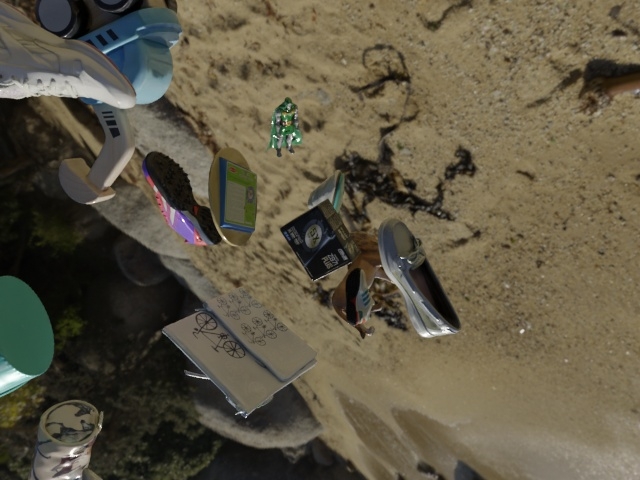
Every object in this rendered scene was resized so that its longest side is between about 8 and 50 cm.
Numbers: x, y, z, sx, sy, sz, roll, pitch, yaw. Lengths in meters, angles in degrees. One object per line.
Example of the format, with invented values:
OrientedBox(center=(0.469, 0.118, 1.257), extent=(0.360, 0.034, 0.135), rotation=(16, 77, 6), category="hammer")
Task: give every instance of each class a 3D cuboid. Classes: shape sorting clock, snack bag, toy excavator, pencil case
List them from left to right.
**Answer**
OrientedBox(center=(-0.769, 0.673, 1.568), extent=(0.160, 0.183, 0.411), rotation=(52, 128, 49), category="pencil case")
OrientedBox(center=(-0.497, -0.354, 1.250), extent=(0.222, 0.432, 0.446), rotation=(-49, -62, -75), category="toy excavator")
OrientedBox(center=(-0.182, -0.091, 1.093), extent=(0.040, 0.206, 0.206), rotation=(1, 139, 19), category="shape sorting clock")
OrientedBox(center=(-0.204, 0.270, 1.373), extent=(0.323, 0.342, 0.037), rotation=(40, 118, 17), category="snack bag")

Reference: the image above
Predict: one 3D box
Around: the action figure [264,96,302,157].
OrientedBox(center=(-0.110, -0.361, 1.651), extent=(0.064, 0.137, 0.232), rotation=(59, 159, 26), category="action figure")

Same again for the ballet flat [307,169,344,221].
OrientedBox(center=(0.015, -0.103, 1.851), extent=(0.139, 0.139, 0.400), rotation=(45, 159, 26), category="ballet flat")

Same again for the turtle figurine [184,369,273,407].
OrientedBox(center=(-0.280, 0.429, 1.742), extent=(0.266, 0.274, 0.197), rotation=(57, 161, -10), category="turtle figurine")

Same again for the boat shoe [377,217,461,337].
OrientedBox(center=(0.241, 0.087, 1.274), extent=(0.103, 0.118, 0.321), rotation=(-17, 98, 46), category="boat shoe")

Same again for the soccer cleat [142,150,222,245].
OrientedBox(center=(-0.364, -0.090, 1.306), extent=(0.116, 0.109, 0.318), rotation=(-8, 142, 20), category="soccer cleat")

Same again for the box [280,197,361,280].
OrientedBox(center=(0.000, 0.000, 1.452), extent=(0.147, 0.077, 0.180), rotation=(-28, 97, 31), category="box")

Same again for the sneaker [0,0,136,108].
OrientedBox(center=(-0.463, -0.278, 0.876), extent=(0.304, 0.152, 0.114), rotation=(25, 166, -4), category="sneaker")

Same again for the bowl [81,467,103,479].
OrientedBox(center=(-0.343, 0.540, 0.892), extent=(0.297, 0.134, 0.298), rotation=(29, 147, 21), category="bowl")

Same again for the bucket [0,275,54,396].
OrientedBox(center=(-0.752, 0.222, 1.174), extent=(0.281, 0.183, 0.281), rotation=(161, 90, -89), category="bucket")

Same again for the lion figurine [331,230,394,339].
OrientedBox(center=(0.133, 0.140, 1.806), extent=(0.240, 0.392, 0.142), rotation=(22, 145, 16), category="lion figurine")

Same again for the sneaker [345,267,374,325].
OrientedBox(center=(0.113, 0.152, 1.442), extent=(0.057, 0.075, 0.162), rotation=(11, 102, 50), category="sneaker")
